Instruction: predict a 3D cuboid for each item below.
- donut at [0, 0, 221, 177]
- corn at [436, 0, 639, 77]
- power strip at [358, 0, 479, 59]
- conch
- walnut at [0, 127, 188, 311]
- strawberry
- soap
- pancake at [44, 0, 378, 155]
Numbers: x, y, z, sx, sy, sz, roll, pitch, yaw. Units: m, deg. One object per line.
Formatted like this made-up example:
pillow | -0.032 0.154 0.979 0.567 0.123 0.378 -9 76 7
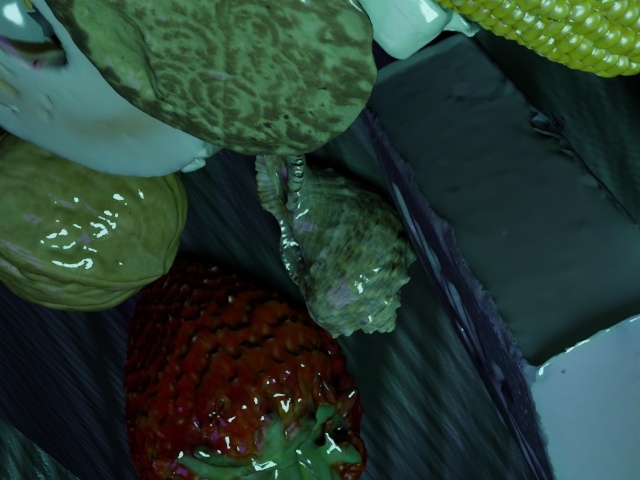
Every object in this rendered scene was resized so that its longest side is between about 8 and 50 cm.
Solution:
donut | -0.198 -0.209 0.733 0.382 0.142 0.383 21 150 13
corn | 0.075 -0.167 0.493 0.293 0.106 0.106 20 158 -26
power strip | -0.005 -0.222 0.562 0.270 0.118 0.046 43 131 -14
conch | 0.000 0.000 0.869 0.155 0.130 0.207 -27 104 44
walnut | -0.247 -0.033 1.003 0.228 0.228 0.228 26 149 17
strawberry | -0.107 0.174 1.135 0.351 0.267 0.312 42 168 44
soap | 0.148 0.048 0.657 0.296 0.107 0.285 -113 -4 -50
pancake | -0.068 -0.125 0.585 0.212 0.029 0.235 36 150 -21
